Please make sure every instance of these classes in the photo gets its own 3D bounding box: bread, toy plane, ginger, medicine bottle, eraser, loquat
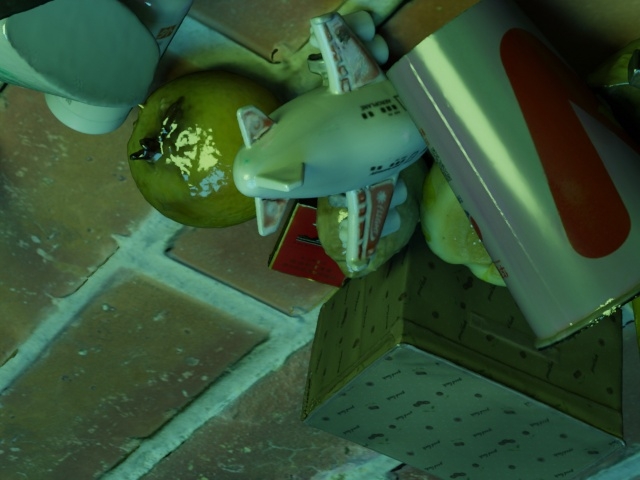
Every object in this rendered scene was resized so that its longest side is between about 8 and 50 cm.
[{"bbox_3d":[0.208,-0.040,1.528,0.213,0.104,0.213,8,138,7],"label":"bread"},{"bbox_3d":[0.019,-0.094,1.417,0.118,0.252,0.252,13,153,47],"label":"toy plane"},{"bbox_3d":[0.032,-0.051,1.550,0.115,0.122,0.193,-2,137,41],"label":"ginger"},{"bbox_3d":[-0.182,-0.207,1.411,0.095,0.095,0.260,23,139,-16],"label":"medicine bottle"},{"bbox_3d":[-0.306,-0.201,1.332,0.290,0.104,0.189,17,171,34],"label":"eraser"},{"bbox_3d":[0.355,-0.084,1.424,0.263,0.109,0.116,45,165,-24],"label":"ginger"},{"bbox_3d":[-0.101,-0.086,1.505,0.172,0.149,0.204,-23,146,32],"label":"loquat"}]

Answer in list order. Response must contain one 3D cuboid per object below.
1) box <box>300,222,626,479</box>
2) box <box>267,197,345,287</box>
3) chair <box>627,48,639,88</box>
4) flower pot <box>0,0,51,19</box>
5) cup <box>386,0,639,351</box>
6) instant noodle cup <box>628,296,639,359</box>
[{"bbox_3d":[0.166,0.146,1.703,0.297,0.190,0.225,25,139,-17],"label":"box"},{"bbox_3d":[0.000,0.000,1.688,0.090,0.023,0.133,15,142,-10],"label":"box"},{"bbox_3d":[0.488,-0.200,1.201,0.416,0.203,0.240,18,137,-7],"label":"chair"},{"bbox_3d":[-0.336,-0.325,1.151,0.379,0.379,0.251,0,119,12],"label":"flower pot"},{"bbox_3d":[0.196,-0.073,1.355,0.203,0.203,0.288,-37,88,43],"label":"cup"},{"bbox_3d":[0.473,0.127,1.562,0.326,0.254,0.325,6,140,5],"label":"instant noodle cup"}]
